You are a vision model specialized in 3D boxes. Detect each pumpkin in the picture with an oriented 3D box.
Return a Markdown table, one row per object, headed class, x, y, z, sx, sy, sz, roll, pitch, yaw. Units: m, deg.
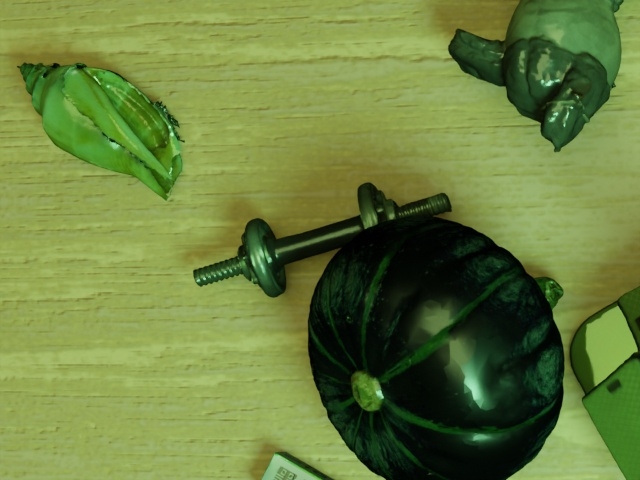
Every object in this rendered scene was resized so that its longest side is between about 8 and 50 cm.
| class | x | y | z | sx | sy | sz | roll | pitch | yaw |
| --- | --- | --- | --- | --- | --- | --- | --- | --- | --- |
| pumpkin | 0.120 | 0.091 | 1.258 | 0.248 | 0.248 | 0.248 | -2 | 82 | 13 |

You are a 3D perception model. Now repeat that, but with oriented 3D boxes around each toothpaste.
| class | x | y | z | sx | sy | sz | roll | pitch | yaw |
| --- | --- | --- | --- | --- | --- | --- | --- | --- | --- |
| toothpaste | 0.027 | 0.258 | 1.334 | 0.178 | 0.037 | 0.043 | 28 | 91 | 15 |

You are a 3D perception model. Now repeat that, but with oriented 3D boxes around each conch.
| class | x | y | z | sx | sy | sz | roll | pitch | yaw |
| --- | --- | --- | --- | --- | --- | --- | --- | --- | --- |
| conch | -0.220 | -0.123 | 1.424 | 0.200 | 0.079 | 0.095 | 27 | 76 | -2 |

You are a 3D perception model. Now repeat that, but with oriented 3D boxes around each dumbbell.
| class | x | y | z | sx | sy | sz | roll | pitch | yaw |
| --- | --- | --- | --- | --- | --- | --- | --- | --- | --- |
| dumbbell | 0.000 | 0.000 | 1.351 | 0.254 | 0.081 | 0.082 | -17 | 79 | 10 |

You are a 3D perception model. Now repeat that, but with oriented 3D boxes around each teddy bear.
| class | x | y | z | sx | sy | sz | roll | pitch | yaw |
| --- | --- | --- | --- | --- | --- | --- | --- | --- | --- |
| teddy bear | 0.214 | -0.201 | 1.307 | 0.171 | 0.144 | 0.251 | 18 | 86 | 36 |

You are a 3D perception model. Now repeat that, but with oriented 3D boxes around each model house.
| class | x | y | z | sx | sy | sz | roll | pitch | yaw |
| --- | --- | --- | --- | --- | --- | --- | --- | --- | --- |
| model house | 0.316 | 0.115 | 1.163 | 0.205 | 0.278 | 0.218 | -32 | 76 | 9 |
